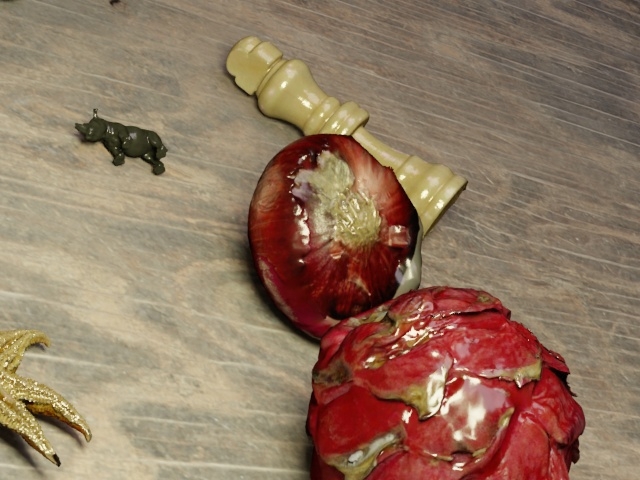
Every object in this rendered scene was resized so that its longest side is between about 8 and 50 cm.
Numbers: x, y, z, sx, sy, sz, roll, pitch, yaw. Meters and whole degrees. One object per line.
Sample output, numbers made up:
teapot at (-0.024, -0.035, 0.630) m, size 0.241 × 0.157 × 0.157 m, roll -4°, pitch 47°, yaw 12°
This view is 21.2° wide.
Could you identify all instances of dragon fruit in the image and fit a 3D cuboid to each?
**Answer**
dragon fruit at (0.131, 0.202, 1.891) m, size 0.329 × 0.329 × 0.329 m, roll 27°, pitch 31°, yaw -17°

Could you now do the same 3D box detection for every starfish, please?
starfish at (-0.333, 0.143, 1.742) m, size 0.227 × 0.043 × 0.240 m, roll 41°, pitch 26°, yaw 3°

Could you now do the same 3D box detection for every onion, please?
onion at (0.000, 0.000, 2.180) m, size 0.272 × 0.195 × 0.272 m, roll 6°, pitch 81°, yaw -47°

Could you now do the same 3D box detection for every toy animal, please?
toy animal at (-0.260, -0.131, 2.211) m, size 0.136 × 0.047 × 0.065 m, roll 13°, pitch 32°, yaw -34°

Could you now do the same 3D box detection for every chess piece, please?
chess piece at (0.028, -0.162, 2.503) m, size 0.397 × 0.117 × 0.117 m, roll 39°, pitch 29°, yaw 6°
